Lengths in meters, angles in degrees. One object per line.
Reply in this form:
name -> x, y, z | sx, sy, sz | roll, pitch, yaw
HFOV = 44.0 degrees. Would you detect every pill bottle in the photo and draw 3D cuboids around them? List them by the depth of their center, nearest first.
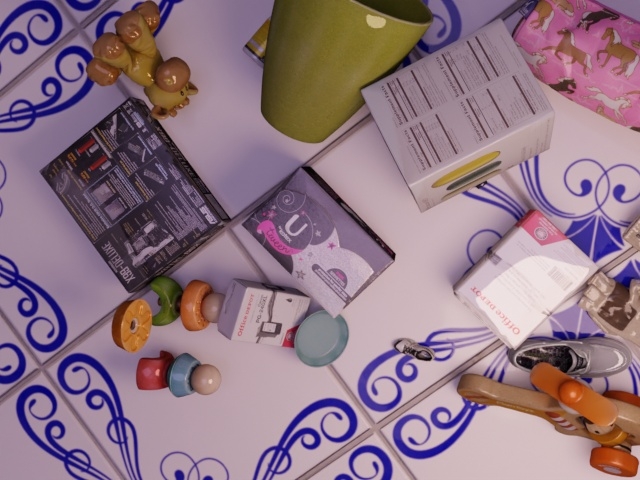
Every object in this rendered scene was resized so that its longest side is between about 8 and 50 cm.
pill bottle -> -0.089, -0.388, 1.515 | 0.065, 0.065, 0.116 | 42, 98, 2

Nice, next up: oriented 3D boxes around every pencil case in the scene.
pencil case -> 0.520, -0.303, 1.371 | 0.386, 0.167, 0.160 | 33, 72, 13

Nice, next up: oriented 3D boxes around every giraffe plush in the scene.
giraffe plush -> -0.320, -0.318, 1.497 | 0.170, 0.210, 0.181 | 42, 74, -3

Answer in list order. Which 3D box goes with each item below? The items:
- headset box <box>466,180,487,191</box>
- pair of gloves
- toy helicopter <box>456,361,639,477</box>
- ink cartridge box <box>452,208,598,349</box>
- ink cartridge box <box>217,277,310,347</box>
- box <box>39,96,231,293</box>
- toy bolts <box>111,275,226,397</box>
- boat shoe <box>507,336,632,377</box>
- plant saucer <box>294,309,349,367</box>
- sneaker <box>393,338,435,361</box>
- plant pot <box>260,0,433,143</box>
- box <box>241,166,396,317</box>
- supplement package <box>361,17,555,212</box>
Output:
headset box -> 0.285, -0.137, 1.503 | 0.062, 0.032, 0.083 | -34, 88, 8
pair of gloves -> 0.612, 0.082, 1.471 | 0.204, 0.042, 0.240 | 30, 104, -2
toy helicopter -> 0.420, 0.301, 1.438 | 0.355, 0.235, 0.140 | 10, 66, 23
ink cartridge box -> 0.376, 0.071, 1.478 | 0.158, 0.092, 0.218 | 44, 96, 2
ink cartridge box -> -0.109, 0.141, 1.520 | 0.150, 0.063, 0.109 | 12, 99, -35
box -> -0.365, -0.088, 1.569 | 0.242, 0.076, 0.307 | -37, 89, 9
toy bolts -> -0.272, 0.200, 1.517 | 0.158, 0.218, 0.228 | 6, 103, 20
boat shoe -> 0.468, 0.225, 1.481 | 0.228, 0.081, 0.079 | 0, 95, 9
plant saucer -> -0.001, 0.189, 1.548 | 0.119, 0.021, 0.119 | -8, 108, -25
sneaker -> 0.183, 0.213, 1.541 | 0.083, 0.037, 0.032 | 14, 98, 8
plant pot -> 0.011, -0.330, 1.417 | 0.275, 0.275, 0.293 | 32, 120, 4
box -> 0.000, 0.000, 1.495 | 0.163, 0.142, 0.247 | -45, 88, 8
supplement package -> 0.243, -0.210, 1.394 | 0.263, 0.199, 0.198 | -27, 74, 7
